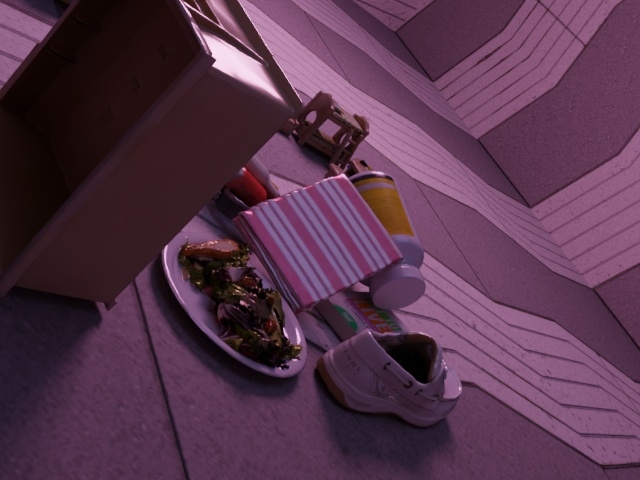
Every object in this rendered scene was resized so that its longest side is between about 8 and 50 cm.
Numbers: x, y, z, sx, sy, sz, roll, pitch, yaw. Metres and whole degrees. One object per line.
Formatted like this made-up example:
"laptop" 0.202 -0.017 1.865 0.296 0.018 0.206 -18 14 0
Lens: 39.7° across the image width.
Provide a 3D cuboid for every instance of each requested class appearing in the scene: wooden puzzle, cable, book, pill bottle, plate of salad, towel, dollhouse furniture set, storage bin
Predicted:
"wooden puzzle" 0.090 -0.137 1.755 0.078 0.014 0.116 45 19 0
"cable" -0.040 -0.029 1.164 0.287 0.072 0.139 38 19 -22
"book" 0.056 0.107 1.160 0.096 0.035 0.144 49 20 22
"pill bottle" 0.084 0.000 1.227 0.103 0.103 0.184 27 36 -42
"plate of salad" -0.082 0.059 0.936 0.200 0.048 0.200 40 19 -17
"towel" 0.000 0.000 1.105 0.197 0.029 0.144 -24 76 -40
"dollhouse furniture set" 0.016 -0.181 1.552 0.182 0.101 0.161 25 28 -46
"storage bin" -0.184 -0.123 0.749 0.123 0.262 0.260 19 33 -50

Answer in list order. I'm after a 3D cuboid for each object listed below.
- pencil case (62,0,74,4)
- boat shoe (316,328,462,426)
"pencil case" -0.281 -0.376 1.318 0.273 0.113 0.124 4 54 -62
"boat shoe" 0.112 0.157 1.063 0.277 0.096 0.098 17 33 -55
